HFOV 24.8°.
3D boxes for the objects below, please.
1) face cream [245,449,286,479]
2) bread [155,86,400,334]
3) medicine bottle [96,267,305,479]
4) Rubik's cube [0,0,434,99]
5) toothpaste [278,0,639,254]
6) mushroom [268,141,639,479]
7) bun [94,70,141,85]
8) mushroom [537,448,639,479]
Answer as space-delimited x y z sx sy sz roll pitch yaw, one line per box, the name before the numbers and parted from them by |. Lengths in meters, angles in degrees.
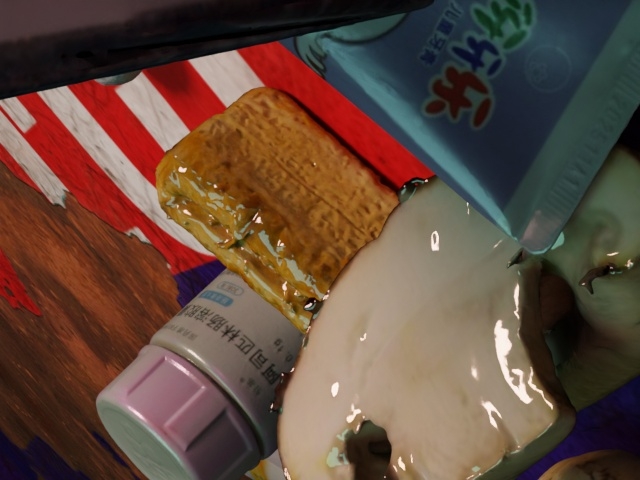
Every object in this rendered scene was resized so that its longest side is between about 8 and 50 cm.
face cream | -0.026 0.211 1.352 0.198 0.057 0.084 17 142 48
bread | 0.000 0.000 0.907 0.211 0.114 0.083 41 140 13
medicine bottle | -0.075 0.112 1.134 0.135 0.168 0.135 37 156 20
Rubik's cube | -0.170 -0.197 0.521 0.307 0.305 0.310 8 112 55
toothpaste | -0.004 -0.147 0.708 0.371 0.125 0.080 37 -160 20
mushroom | 0.108 0.053 0.760 0.286 0.151 0.156 -43 52 38
bun | -0.152 -0.147 1.004 0.083 0.045 0.083 39 153 23
mushroom | 0.187 0.195 0.896 0.148 0.112 0.148 28 149 19
